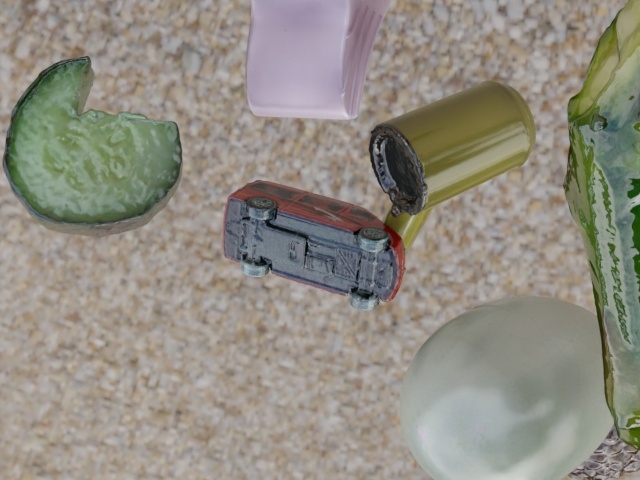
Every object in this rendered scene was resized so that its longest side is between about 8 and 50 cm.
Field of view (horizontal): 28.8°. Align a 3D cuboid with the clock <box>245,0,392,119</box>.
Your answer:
[{"bbox_3d":[0.022,-0.220,0.875,0.080,0.290,0.275,8,172,29],"label":"clock"}]

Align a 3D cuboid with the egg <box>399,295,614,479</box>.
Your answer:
[{"bbox_3d":[0.157,0.121,0.994,0.151,0.209,0.151,27,128,41],"label":"egg"}]

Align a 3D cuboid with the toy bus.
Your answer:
[{"bbox_3d":[0.000,0.000,1.271,0.195,0.089,0.081,16,119,19],"label":"toy bus"}]

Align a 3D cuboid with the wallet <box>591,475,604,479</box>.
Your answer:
[{"bbox_3d":[0.297,0.240,0.794,0.250,0.075,0.176,2,108,13],"label":"wallet"}]

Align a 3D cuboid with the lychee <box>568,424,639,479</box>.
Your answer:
[{"bbox_3d":[0.399,0.220,1.733,0.271,0.236,0.236,-5,139,12],"label":"lychee"}]

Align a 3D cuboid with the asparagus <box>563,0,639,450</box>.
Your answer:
[{"bbox_3d":[0.183,0.008,0.689,0.085,0.082,0.343,-15,127,7],"label":"asparagus"}]

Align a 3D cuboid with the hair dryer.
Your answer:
[{"bbox_3d":[0.104,-0.047,1.222,0.135,0.090,0.279,-25,162,-22],"label":"hair dryer"}]

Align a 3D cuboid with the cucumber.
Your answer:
[{"bbox_3d":[-0.250,-0.085,1.351,0.191,0.191,0.130,15,175,-3],"label":"cucumber"}]
